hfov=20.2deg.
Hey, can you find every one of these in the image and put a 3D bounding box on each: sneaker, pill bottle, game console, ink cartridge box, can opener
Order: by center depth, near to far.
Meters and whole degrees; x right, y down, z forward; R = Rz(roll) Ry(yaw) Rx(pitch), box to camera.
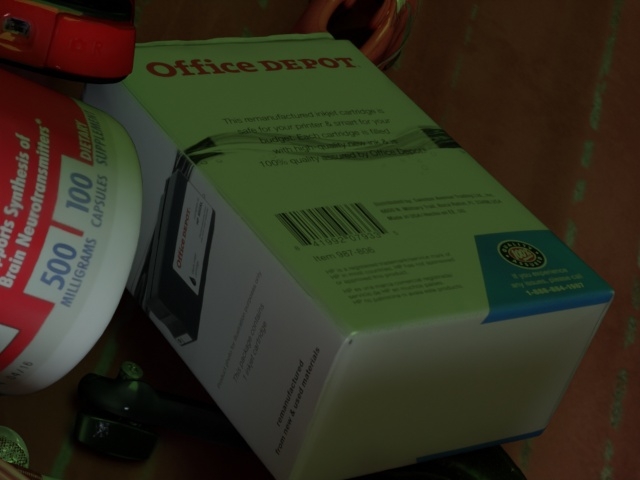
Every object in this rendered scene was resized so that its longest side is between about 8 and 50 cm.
[{"bbox_3d":[-0.345,-0.048,1.236,0.408,0.229,0.229,21,48,-36],"label":"pill bottle"},{"bbox_3d":[-0.336,-0.218,1.440,0.387,0.060,0.342,15,11,-10],"label":"game console"},{"bbox_3d":[-0.118,0.147,1.493,0.186,0.073,0.059,13,14,-30],"label":"can opener"},{"bbox_3d":[0.000,0.000,1.503,0.285,0.166,0.395,-7,41,-38],"label":"ink cartridge box"},{"bbox_3d":[0.047,-0.224,1.805,0.116,0.136,0.314,38,45,-7],"label":"sneaker"}]

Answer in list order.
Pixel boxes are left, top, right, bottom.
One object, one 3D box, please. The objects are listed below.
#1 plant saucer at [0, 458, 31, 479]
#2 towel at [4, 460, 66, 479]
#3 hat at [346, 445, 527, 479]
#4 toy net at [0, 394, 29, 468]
[{"bbox_3d":[-0.280,0.264,1.095,0.332,0.084,0.332,6,66,-15],"label":"plant saucer"},{"bbox_3d":[-0.320,0.241,1.229,0.329,0.037,0.237,21,60,-34],"label":"towel"},{"bbox_3d":[0.065,0.279,1.461,0.331,0.134,0.331,29,37,-25],"label":"hat"},{"bbox_3d":[-0.262,0.126,1.410,0.122,0.045,0.232,7,57,-33],"label":"toy net"}]
